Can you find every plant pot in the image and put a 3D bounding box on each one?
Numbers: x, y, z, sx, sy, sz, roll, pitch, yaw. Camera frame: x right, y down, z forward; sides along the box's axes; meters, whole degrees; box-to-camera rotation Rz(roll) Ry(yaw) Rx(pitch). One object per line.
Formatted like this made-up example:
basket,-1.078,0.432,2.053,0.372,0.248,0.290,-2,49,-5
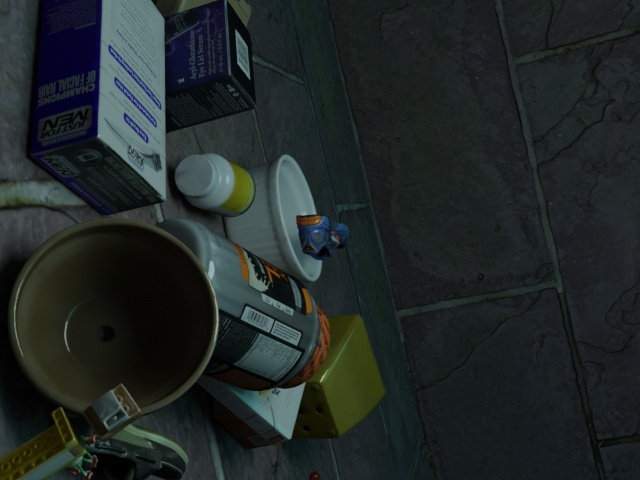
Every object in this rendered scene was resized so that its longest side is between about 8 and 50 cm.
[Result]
plant pot,-0.012,0.300,1.644,0.187,0.212,0.212,-52,129,-55
plant pot,-0.249,0.101,0.939,0.110,0.237,0.237,137,-51,-60

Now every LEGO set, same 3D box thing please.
LEGO set,-0.275,0.271,0.754,0.287,0.132,0.107,-63,149,-35

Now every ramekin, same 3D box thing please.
ramekin,-0.102,-0.034,1.681,0.277,0.135,0.277,-13,90,-76

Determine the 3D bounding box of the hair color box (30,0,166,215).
hair color box,-0.306,-0.230,1.116,0.185,0.110,0.339,54,26,-61

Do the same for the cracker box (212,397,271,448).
cracker box,-0.133,0.246,1.455,0.156,0.067,0.232,59,23,-49

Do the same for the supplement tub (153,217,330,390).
supplement tub,-0.135,0.109,1.165,0.316,0.193,0.194,34,43,-47

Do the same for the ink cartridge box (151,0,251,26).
ink cartridge box,-0.233,-0.413,1.464,0.234,0.088,0.193,44,59,-66

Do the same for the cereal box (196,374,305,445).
cereal box,-0.126,0.211,1.338,0.240,0.047,0.173,44,35,-21

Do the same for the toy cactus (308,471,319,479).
toy cactus,-0.014,0.605,1.600,0.180,0.112,0.219,-35,115,-55

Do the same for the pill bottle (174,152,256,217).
pill bottle,-0.194,-0.104,1.444,0.184,0.103,0.103,22,56,-74

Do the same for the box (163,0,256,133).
box,-0.221,-0.277,1.280,0.108,0.207,0.153,48,31,-62

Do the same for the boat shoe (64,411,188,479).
boat shoe,-0.247,0.271,0.985,0.223,0.080,0.073,52,34,-48

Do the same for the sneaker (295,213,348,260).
sneaker,0.000,0.000,1.644,0.221,0.083,0.087,17,74,-68
